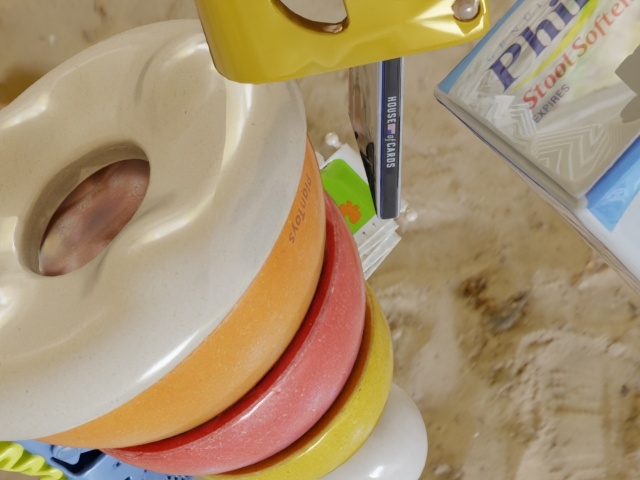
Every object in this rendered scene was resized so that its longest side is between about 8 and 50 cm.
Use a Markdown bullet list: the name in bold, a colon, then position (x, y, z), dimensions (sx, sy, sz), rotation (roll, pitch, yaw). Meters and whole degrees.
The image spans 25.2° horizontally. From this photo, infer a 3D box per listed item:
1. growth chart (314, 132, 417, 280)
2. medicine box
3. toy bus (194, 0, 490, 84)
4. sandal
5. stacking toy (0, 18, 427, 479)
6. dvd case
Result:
- **growth chart**: position (0.000, 0.000, 1.727), dimensions (0.172, 0.021, 0.237), rotation (36, 78, 3)
- **medicine box**: position (0.259, -0.076, 0.800), dimensions (0.263, 0.289, 0.149), rotation (-47, 42, 6)
- **toy bus**: position (-0.014, -0.145, 0.399), dimensions (0.104, 0.191, 0.202), rotation (-12, 76, 7)
- **sandal**: position (-0.222, 0.195, 1.454), dimensions (0.138, 0.317, 0.126), rotation (-33, 54, 17)
- **stacking toy**: position (-0.058, 0.093, 1.143), dimensions (0.351, 0.480, 0.350), rotation (-22, 44, 23)
- **dvd case**: position (0.056, -0.167, 1.494), dimensions (0.030, 0.238, 0.179), rotation (-7, 47, -6)
